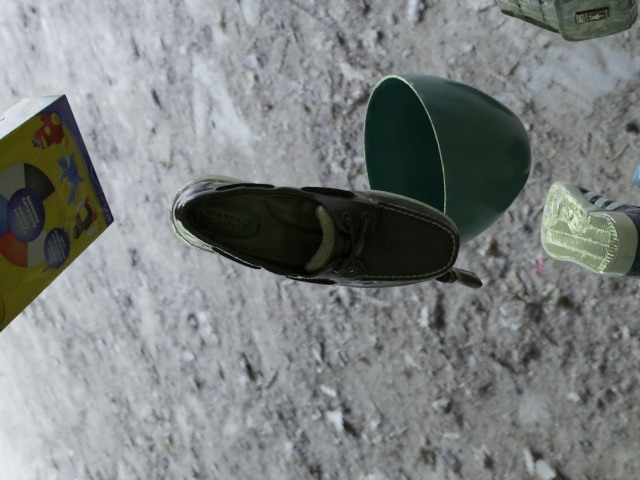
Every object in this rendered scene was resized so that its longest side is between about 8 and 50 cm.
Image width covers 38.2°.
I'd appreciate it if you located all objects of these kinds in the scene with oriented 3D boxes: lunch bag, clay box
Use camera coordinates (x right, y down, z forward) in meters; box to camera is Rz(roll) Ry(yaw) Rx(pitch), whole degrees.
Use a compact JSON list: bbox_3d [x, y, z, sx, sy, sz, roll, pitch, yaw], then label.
[{"bbox_3d":[0.483,-0.510,1.809,0.287,0.168,0.235,29,179,24],"label":"lunch bag"},{"bbox_3d":[-0.256,-0.012,0.722,0.053,0.222,0.127,-2,121,23],"label":"clay box"}]

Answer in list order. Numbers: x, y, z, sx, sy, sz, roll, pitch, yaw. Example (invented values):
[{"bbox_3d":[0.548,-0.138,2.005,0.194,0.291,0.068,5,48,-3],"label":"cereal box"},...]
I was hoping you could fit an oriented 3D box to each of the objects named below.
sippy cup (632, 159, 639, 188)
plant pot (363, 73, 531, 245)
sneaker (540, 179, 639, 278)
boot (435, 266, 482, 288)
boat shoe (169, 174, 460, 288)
[{"bbox_3d":[0.673,-0.146,1.600,0.224,0.305,0.240,-52,43,8],"label":"sippy cup"},{"bbox_3d":[0.215,-0.128,1.460,0.290,0.196,0.290,169,90,-72],"label":"plant pot"},{"bbox_3d":[0.471,-0.011,1.494,0.350,0.148,0.131,-110,28,-72],"label":"sneaker"},{"bbox_3d":[0.210,0.052,1.568,0.106,0.114,0.037,31,105,38],"label":"boot"},{"bbox_3d":[0.000,-0.001,0.682,0.073,0.224,0.080,-119,40,-77],"label":"boat shoe"}]
